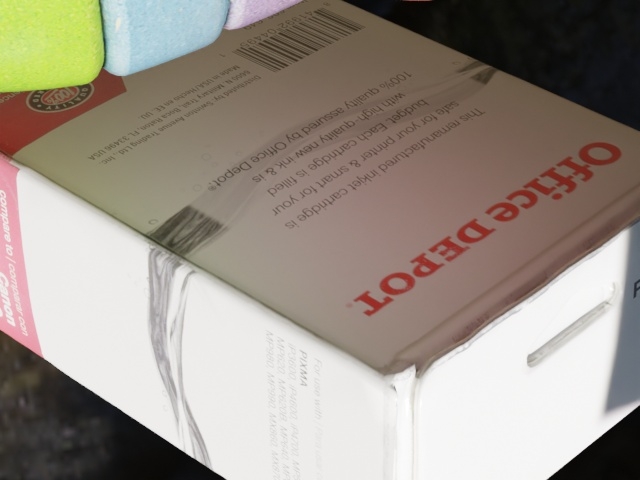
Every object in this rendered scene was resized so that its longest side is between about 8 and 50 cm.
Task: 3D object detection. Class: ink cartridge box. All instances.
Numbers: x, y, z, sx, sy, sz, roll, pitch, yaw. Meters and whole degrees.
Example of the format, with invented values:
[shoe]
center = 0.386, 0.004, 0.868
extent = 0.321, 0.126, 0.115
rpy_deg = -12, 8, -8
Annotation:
[ink cartridge box]
center = 0.000, 0.000, 0.676
extent = 0.158, 0.218, 0.092
rpy_deg = -32, 134, -35

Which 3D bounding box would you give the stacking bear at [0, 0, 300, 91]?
[stacking bear]
center = -0.115, -0.113, 0.518
extent = 0.289, 0.175, 0.164
rpy_deg = -13, 132, -9
